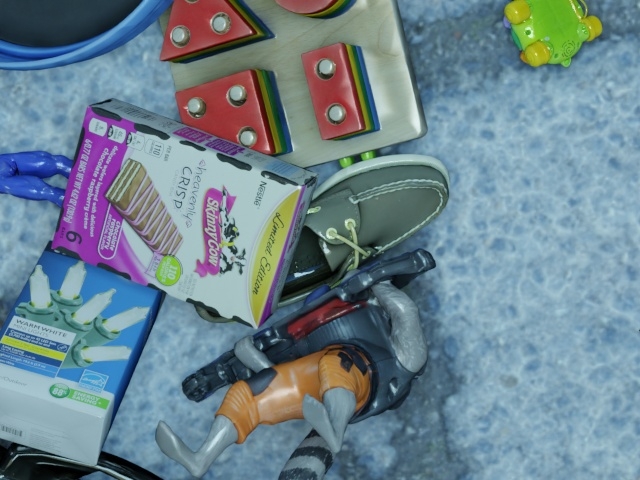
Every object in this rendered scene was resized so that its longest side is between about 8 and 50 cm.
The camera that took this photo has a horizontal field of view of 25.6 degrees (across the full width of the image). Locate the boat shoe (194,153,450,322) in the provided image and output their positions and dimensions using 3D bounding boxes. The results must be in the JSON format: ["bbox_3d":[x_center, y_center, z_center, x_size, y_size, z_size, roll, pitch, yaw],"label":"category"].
[{"bbox_3d":[0.002,0.003,1.495,0.305,0.091,0.109,-22,124,6],"label":"boat shoe"}]

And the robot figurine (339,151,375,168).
[{"bbox_3d":[0.027,-0.136,1.508,0.101,0.067,0.115,-13,95,11],"label":"robot figurine"}]

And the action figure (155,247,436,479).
[{"bbox_3d":[-0.018,0.161,1.439,0.341,0.330,0.178,-32,88,36],"label":"action figure"}]

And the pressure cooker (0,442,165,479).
[{"bbox_3d":[-0.261,0.423,1.412,0.370,0.375,0.420,30,94,-43],"label":"pressure cooker"}]

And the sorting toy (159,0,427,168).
[{"bbox_3d":[-0.049,-0.199,1.445,0.257,0.089,0.255,-14,89,21],"label":"sorting toy"}]

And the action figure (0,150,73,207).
[{"bbox_3d":[-0.333,-0.094,1.492,0.280,0.139,0.091,3,53,3],"label":"action figure"}]

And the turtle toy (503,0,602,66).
[{"bbox_3d":[0.231,-0.242,1.491,0.095,0.066,0.130,-27,92,-19],"label":"turtle toy"}]

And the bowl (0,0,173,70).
[{"bbox_3d":[-0.286,-0.364,1.441,0.391,0.077,0.391,-1,87,18],"label":"bowl"}]

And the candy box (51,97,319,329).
[{"bbox_3d":[-0.137,-0.029,1.411,0.233,0.071,0.159,20,107,9],"label":"candy box"}]

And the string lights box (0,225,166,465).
[{"bbox_3d":[-0.250,0.098,1.447,0.133,0.259,0.076,16,130,0],"label":"string lights box"}]
